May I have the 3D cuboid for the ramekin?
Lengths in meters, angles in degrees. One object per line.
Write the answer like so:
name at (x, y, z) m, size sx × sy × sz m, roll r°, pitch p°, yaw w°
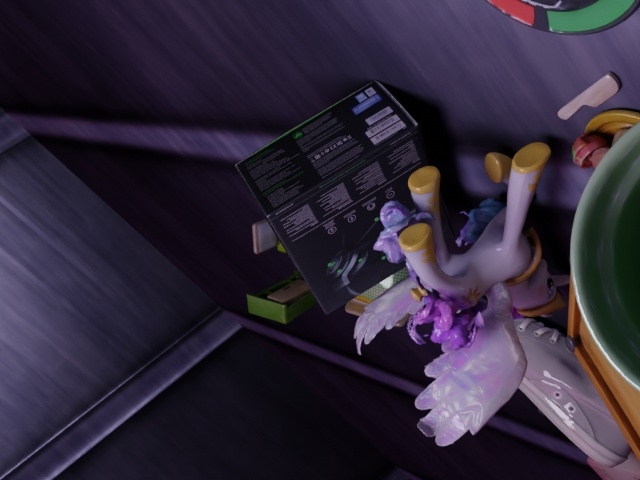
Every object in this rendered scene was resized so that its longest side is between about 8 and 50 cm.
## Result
ramekin at (0.404, 0.015, 0.777) m, size 0.303 × 0.303 × 0.148 m, roll 21°, pitch -167°, yaw 39°

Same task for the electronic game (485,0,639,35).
electronic game at (0.208, -0.288, 0.800) m, size 0.229 × 0.048 × 0.229 m, roll 32°, pitch 160°, yaw 13°

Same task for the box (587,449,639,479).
box at (0.632, 0.412, 1.523) m, size 0.148 × 0.127 × 0.232 m, roll 45°, pitch 160°, yaw -18°

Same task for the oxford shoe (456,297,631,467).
oxford shoe at (0.386, 0.201, 1.499) m, size 0.449 × 0.130 × 0.169 m, roll 43°, pitch -164°, yaw 21°

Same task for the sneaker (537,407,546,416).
sneaker at (0.423, 0.276, 1.641) m, size 0.227 × 0.087 × 0.130 m, roll 30°, pitch 153°, yaw 7°

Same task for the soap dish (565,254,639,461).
soap dish at (0.404, 0.134, 1.028) m, size 0.291 × 0.118 × 0.229 m, roll -109°, pitch 6°, yaw -49°

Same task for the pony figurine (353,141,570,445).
pony figurine at (0.207, 0.062, 1.192) m, size 0.303 × 0.351 × 0.363 m, roll 51°, pitch 173°, yaw 46°

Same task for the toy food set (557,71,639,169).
toy food set at (0.357, -0.079, 0.977) m, size 0.218 × 0.071 × 0.128 m, roll 41°, pitch 160°, yaw -9°

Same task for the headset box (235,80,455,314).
headset box at (0.049, -0.052, 1.278) m, size 0.131 × 0.246 × 0.283 m, roll 57°, pitch 178°, yaw 42°

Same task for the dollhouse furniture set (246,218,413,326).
dollhouse furniture set at (0.019, 0.054, 1.573) m, size 0.301 × 0.151 × 0.197 m, roll 13°, pitch 114°, yaw 35°
